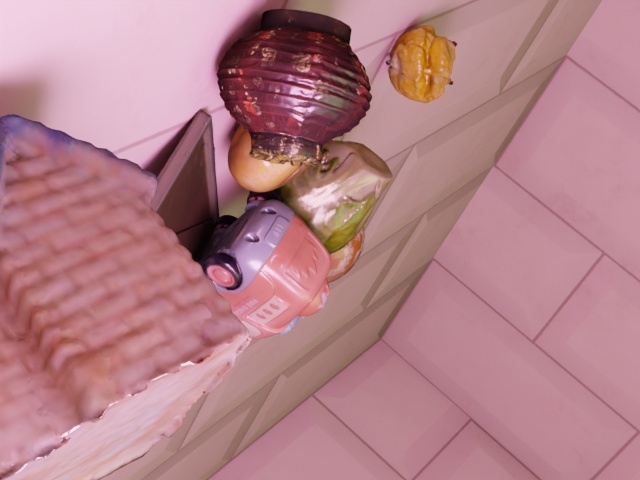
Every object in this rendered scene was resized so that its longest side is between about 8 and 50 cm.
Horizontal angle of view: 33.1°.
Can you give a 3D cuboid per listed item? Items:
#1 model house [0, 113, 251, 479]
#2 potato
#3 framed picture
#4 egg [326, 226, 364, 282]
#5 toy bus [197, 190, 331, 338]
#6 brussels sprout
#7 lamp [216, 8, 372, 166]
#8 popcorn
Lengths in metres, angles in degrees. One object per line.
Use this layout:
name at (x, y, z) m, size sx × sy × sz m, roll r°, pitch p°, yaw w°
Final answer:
model house at (-0.399, 0.114, 1.226) m, size 0.445 × 0.400 × 0.395 m, roll -27°, pitch 167°, yaw -38°
potato at (-0.083, -0.154, 1.829) m, size 0.234 × 0.146 × 0.150 m, roll -34°, pitch 144°, yaw -79°
framed picture at (-0.259, 0.019, 1.825) m, size 0.446 × 0.028 × 0.326 m, roll 98°, pitch 18°, yaw -65°
egg at (0.000, 0.000, 2.390) m, size 0.195 × 0.195 × 0.233 m, roll -40°, pitch 158°, yaw -32°
toy bus at (-0.105, 0.061, 1.916) m, size 0.288 × 0.232 × 0.194 m, roll -38°, pitch -160°, yaw 51°
brussels sprout at (-0.003, -0.088, 2.011) m, size 0.271 × 0.210 × 0.219 m, roll -29°, pitch -152°, yaw 28°
lamp at (-0.040, -0.226, 1.630) m, size 0.247 × 0.247 × 0.247 m, roll -45°, pitch 165°, yaw -16°
popcorn at (0.209, -0.357, 2.190) m, size 0.152 × 0.148 × 0.167 m, roll -14°, pitch 166°, yaw -23°
